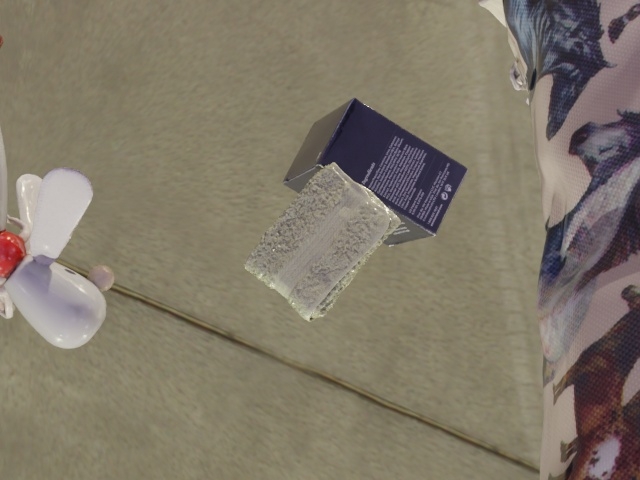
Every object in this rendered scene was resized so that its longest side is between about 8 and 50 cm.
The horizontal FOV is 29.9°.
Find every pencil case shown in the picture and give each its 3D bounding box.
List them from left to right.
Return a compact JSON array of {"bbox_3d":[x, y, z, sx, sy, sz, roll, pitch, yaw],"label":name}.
[{"bbox_3d":[0.161,0.023,0.520,0.160,0.183,0.410,21,58,-29],"label":"pencil case"}]

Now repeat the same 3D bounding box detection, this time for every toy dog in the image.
[{"bbox_3d":[-0.307,-0.068,1.175,0.161,0.220,0.334,-42,123,-20],"label":"toy dog"}]

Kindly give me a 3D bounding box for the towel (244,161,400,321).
[{"bbox_3d":[0.000,0.000,1.255,0.110,0.027,0.148,39,85,17],"label":"towel"}]

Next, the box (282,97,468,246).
[{"bbox_3d":[0.060,-0.074,1.382,0.158,0.156,0.093,30,77,-12],"label":"box"}]
